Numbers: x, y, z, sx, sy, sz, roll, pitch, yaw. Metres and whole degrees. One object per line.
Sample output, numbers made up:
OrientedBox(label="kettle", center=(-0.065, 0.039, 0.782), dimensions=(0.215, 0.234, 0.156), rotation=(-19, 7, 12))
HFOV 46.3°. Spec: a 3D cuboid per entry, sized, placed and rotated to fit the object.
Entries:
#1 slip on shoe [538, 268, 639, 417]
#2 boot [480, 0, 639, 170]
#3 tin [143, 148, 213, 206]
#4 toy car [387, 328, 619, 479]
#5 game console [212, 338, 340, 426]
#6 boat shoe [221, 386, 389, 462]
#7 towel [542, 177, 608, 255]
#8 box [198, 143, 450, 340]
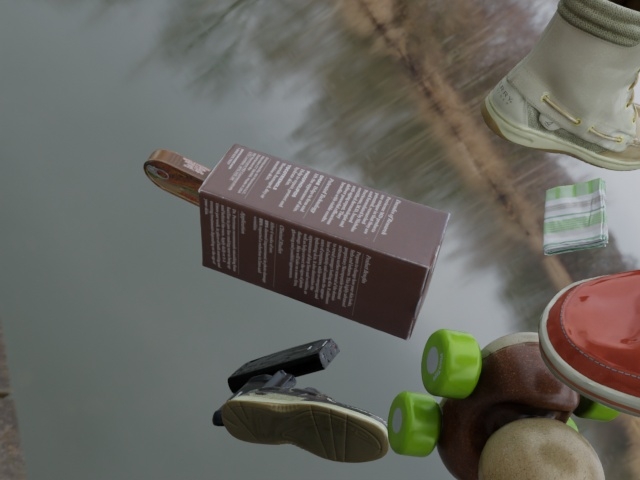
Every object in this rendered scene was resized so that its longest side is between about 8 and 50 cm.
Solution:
OrientedBox(label="slip on shoe", center=(0.280, 0.031, 0.395), dimensions=(0.101, 0.331, 0.123), rotation=(61, 37, -33))
OrientedBox(label="boot", center=(0.272, -0.149, 0.670), dimensions=(0.213, 0.165, 0.077), rotation=(7, 49, -20))
OrientedBox(label="tin", center=(-0.245, -0.111, 1.428), dimensions=(0.189, 0.106, 0.040), rotation=(26, 58, -2))
OrientedBox(label="toy car", center=(0.150, 0.176, 0.546), dimensions=(0.155, 0.149, 0.188), rotation=(11, 39, -13))
OrientedBox(label="game console", center=(-0.107, 0.278, 1.443), dimensions=(0.044, 0.213, 0.361), rotation=(70, 21, -4))
OrientedBox(label="boat shoe", center=(-0.014, 0.219, 0.940), dimensions=(0.073, 0.223, 0.080), rotation=(-46, 133, -58))
OrientedBox(label="towel", center=(0.454, -0.045, 1.341), dimensions=(0.023, 0.113, 0.152), rotation=(51, 40, -39))
OrientedBox(label="box", center=(0.000, 0.000, 1.224), dimensions=(0.191, 0.381, 0.143), rotation=(98, 17, -48))
